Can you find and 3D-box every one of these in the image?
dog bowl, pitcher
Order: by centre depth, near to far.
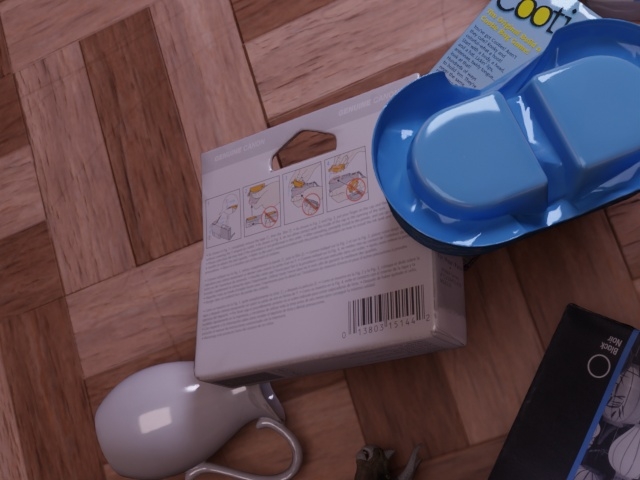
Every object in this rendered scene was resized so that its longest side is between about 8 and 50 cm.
[{"bbox_3d":[0.187,-0.084,0.824,0.297,0.074,0.166,-21,71,-7],"label":"dog bowl"},{"bbox_3d":[-0.136,0.216,1.064,0.207,0.125,0.177,-22,80,3],"label":"pitcher"}]

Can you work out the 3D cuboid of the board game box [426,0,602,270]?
[{"bbox_3d":[0.183,-0.122,0.988,0.144,0.142,0.275,44,97,20],"label":"board game box"}]

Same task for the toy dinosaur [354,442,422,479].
[{"bbox_3d":[0.041,0.376,0.963,0.160,0.121,0.313,-2,90,-4],"label":"toy dinosaur"}]

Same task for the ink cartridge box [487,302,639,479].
[{"bbox_3d":[0.256,0.243,0.919,0.165,0.065,0.332,23,90,40],"label":"ink cartridge box"}]

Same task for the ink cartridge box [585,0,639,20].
[{"bbox_3d":[0.349,-0.333,1.007,0.104,0.061,0.181,6,84,21],"label":"ink cartridge box"}]

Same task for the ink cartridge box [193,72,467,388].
[{"bbox_3d":[0.000,0.000,0.952,0.296,0.066,0.261,-15,65,35],"label":"ink cartridge box"}]
